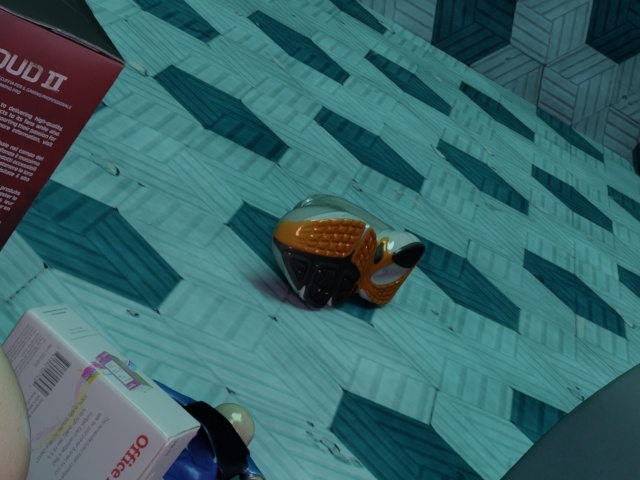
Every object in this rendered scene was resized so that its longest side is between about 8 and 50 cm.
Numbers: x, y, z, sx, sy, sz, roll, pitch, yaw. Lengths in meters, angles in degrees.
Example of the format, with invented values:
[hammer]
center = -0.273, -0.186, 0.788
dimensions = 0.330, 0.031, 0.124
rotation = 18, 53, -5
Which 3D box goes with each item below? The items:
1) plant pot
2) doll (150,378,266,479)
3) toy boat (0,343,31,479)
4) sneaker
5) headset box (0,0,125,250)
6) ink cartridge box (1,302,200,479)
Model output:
[plant pot]
center = 0.264, 0.210, 1.293
dimensions = 0.165, 0.234, 0.165
rotation = 14, 29, -52
[doll]
center = -0.094, 0.138, 1.103
dimensions = 0.129, 0.046, 0.189
rotation = 42, 18, 14
[toy boat]
center = -0.190, 0.123, 0.756
dimensions = 0.318, 0.148, 0.267
rotation = 47, -19, 15
[sneaker]
center = 0.000, 0.000, 1.609
dimensions = 0.121, 0.099, 0.262
rotation = 35, 7, 24
[headset box]
center = -0.250, -0.085, 0.966
dimensions = 0.110, 0.293, 0.218
rotation = 22, 22, -40
[ink cartridge box]
center = -0.149, 0.111, 0.991
dimensions = 0.122, 0.088, 0.052
rotation = 41, 14, 14
